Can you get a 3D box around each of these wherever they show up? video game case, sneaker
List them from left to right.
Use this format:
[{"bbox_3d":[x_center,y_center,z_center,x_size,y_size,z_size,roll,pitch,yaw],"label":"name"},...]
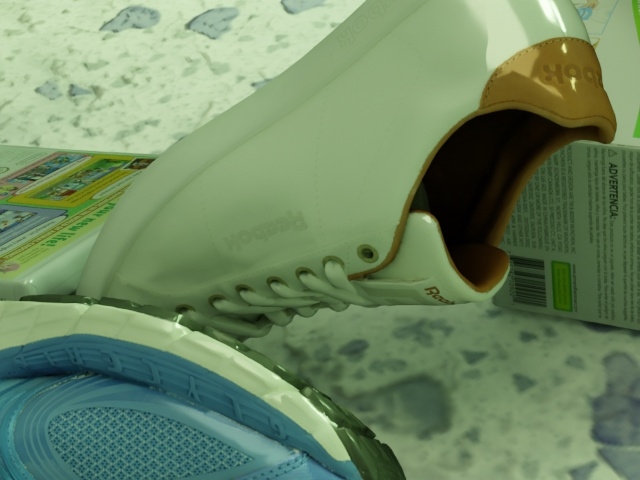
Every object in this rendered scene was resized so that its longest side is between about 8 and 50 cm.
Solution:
[{"bbox_3d":[-0.181,-0.012,0.722,0.193,0.023,0.212,5,20,21],"label":"video game case"},{"bbox_3d":[-0.122,0.102,0.551,0.330,0.130,0.147,4,72,22],"label":"sneaker"},{"bbox_3d":[0.000,0.000,0.583,0.290,0.106,0.123,-41,58,26],"label":"sneaker"}]

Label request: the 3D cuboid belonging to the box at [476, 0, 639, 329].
[{"bbox_3d":[0.162,-0.064,0.684,0.103,0.114,0.203,9,41,23],"label":"box"}]
